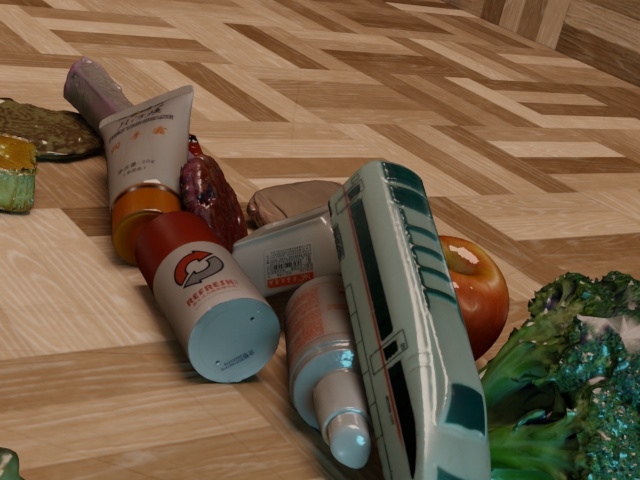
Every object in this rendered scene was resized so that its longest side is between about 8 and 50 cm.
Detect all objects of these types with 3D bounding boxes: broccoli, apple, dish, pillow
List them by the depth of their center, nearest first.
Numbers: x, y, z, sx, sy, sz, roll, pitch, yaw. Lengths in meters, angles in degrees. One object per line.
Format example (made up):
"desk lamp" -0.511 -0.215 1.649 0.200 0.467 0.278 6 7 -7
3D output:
"broccoli" 0.240 0.159 1.020 0.245 0.265 0.294 -16 5 19
"apple" 0.127 0.072 1.240 0.163 0.139 0.163 18 33 -12
"dish" 0.000 0.000 1.259 0.234 0.064 0.154 -16 9 26
"pillow" 0.021 -0.010 1.463 0.173 0.067 0.270 -8 30 -32

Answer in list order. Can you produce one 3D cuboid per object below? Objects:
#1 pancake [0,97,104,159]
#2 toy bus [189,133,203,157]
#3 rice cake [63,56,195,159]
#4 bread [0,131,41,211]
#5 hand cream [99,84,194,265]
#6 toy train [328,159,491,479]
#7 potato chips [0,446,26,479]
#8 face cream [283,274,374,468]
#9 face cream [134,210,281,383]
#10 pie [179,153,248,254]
"pancake" -0.429 -0.165 1.613 0.235 0.029 0.212 18 22 8
"toy bus" -0.190 -0.124 1.639 0.031 0.043 0.110 6 23 -19
"rice cake" -0.266 -0.151 1.580 0.064 0.070 0.399 -4 33 -38
"bread" -0.416 -0.087 1.376 0.140 0.069 0.128 8 23 -23
"hand cream" -0.210 -0.095 1.405 0.140 0.089 0.314 -22 36 4
"toy train" 0.089 0.096 1.006 0.086 0.088 0.407 25 37 -33
"potato chips" -0.270 0.250 0.604 0.373 0.097 0.389 10 22 -9
"face cream" 0.018 0.128 1.072 0.101 0.101 0.251 11 22 -9
"face cream" -0.124 0.053 1.177 0.096 0.096 0.214 3 24 -27
"pie" -0.126 -0.032 1.349 0.038 0.153 0.153 -17 19 10
